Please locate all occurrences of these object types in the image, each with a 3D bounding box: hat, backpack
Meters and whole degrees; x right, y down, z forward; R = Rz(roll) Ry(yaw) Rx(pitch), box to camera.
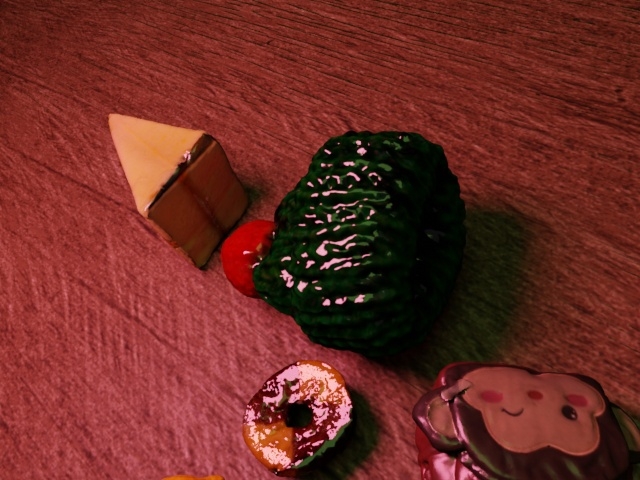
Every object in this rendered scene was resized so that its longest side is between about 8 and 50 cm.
[{"bbox_3d":[0.000,0.000,0.740,0.332,0.242,0.274,-2,41,35],"label":"hat"},{"bbox_3d":[0.194,0.229,0.556,0.229,0.139,0.229,1,52,-2],"label":"backpack"}]

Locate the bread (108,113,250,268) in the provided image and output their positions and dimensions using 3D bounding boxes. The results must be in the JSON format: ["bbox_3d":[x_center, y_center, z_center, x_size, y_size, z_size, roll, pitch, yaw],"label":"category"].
[{"bbox_3d":[-0.273,-0.084,0.936,0.263,0.168,0.163,17,63,33],"label":"bread"}]

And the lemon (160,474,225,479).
[{"bbox_3d":[-0.158,0.334,0.599,0.142,0.142,0.187,23,72,32],"label":"lemon"}]

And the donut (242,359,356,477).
[{"bbox_3d":[-0.022,0.217,0.686,0.140,0.059,0.141,-10,53,14],"label":"donut"}]
